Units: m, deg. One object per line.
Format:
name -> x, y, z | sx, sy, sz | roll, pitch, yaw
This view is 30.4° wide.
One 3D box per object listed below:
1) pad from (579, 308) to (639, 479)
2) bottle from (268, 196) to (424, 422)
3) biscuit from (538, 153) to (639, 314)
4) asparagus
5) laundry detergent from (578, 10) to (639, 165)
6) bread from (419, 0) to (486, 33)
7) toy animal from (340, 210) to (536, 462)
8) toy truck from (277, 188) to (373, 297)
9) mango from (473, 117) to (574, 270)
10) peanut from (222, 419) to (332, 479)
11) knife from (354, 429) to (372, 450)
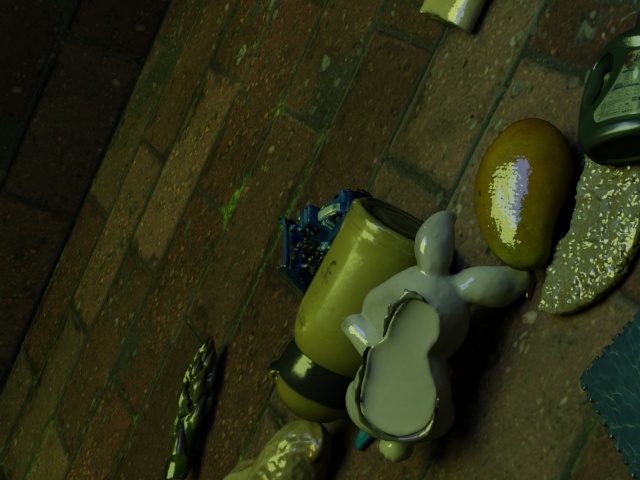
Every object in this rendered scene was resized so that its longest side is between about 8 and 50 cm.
pad -> 0.417, 0.156, 1.304 | 0.269, 0.012, 0.270 | -55, 31, 24
bottle -> 0.050, 0.121, 1.814 | 0.351, 0.171, 0.171 | -63, 29, 17
biscuit -> 0.360, -0.018, 1.498 | 0.133, 0.032, 0.250 | 12, 81, 60
asparagus -> -0.248, 0.327, 2.299 | 0.080, 0.080, 0.287 | -8, 68, 59
laundry detergent -> 0.398, -0.207, 1.492 | 0.144, 0.078, 0.222 | -14, 54, 41
bread -> 0.243, -0.441, 1.955 | 0.178, 0.060, 0.139 | -65, 28, 7
toy animal -> 0.142, 0.136, 1.611 | 0.325, 0.208, 0.154 | -53, 0, 9
toy truck -> 0.000, 0.000, 2.020 | 0.208, 0.126, 0.113 | -43, 38, 42
mango -> 0.274, -0.064, 1.596 | 0.136, 0.099, 0.228 | -6, 61, 30
peanut -> -0.081, 0.394, 1.911 | 0.298, 0.120, 0.136 | -47, 40, 31
knife -> 0.131, 0.215, 1.756 | 0.297, 0.026, 0.044 | -54, 29, 32
